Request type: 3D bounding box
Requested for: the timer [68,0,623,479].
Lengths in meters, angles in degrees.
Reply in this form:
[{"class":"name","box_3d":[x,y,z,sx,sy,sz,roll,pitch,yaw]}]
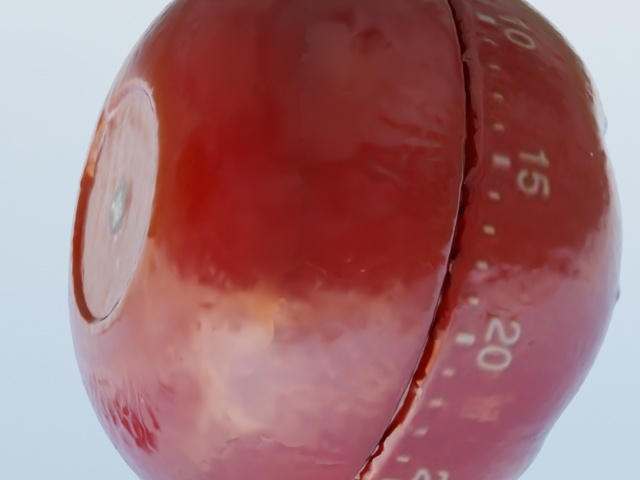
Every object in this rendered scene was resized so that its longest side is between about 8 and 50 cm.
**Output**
[{"class":"timer","box_3d":[0.000,0.000,1.145,0.279,0.378,0.378,12,-168,-26]}]
